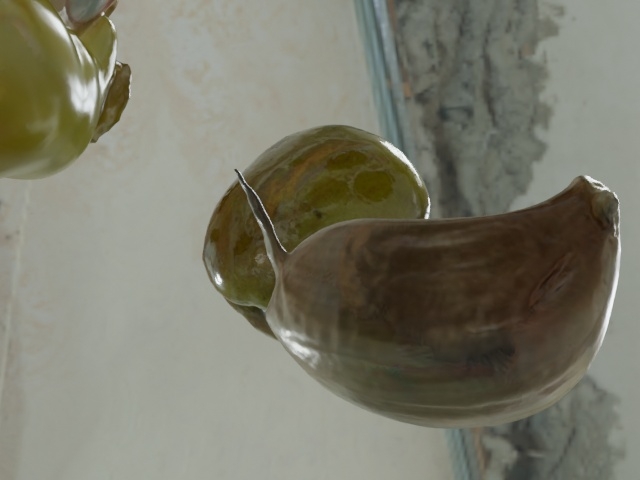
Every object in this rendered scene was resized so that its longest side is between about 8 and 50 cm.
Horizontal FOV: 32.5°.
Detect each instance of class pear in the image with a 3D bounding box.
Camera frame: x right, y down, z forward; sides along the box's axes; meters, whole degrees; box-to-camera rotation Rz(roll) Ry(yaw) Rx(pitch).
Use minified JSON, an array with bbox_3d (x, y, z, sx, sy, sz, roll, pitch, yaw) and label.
[{"bbox_3d":[0.000,0.000,0.925,0.200,0.200,0.199,1,-92,-53],"label":"pear"}]

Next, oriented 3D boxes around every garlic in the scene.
[{"bbox_3d":[0.045,0.026,0.543,0.090,0.198,0.128,44,-131,-66],"label":"garlic"}]

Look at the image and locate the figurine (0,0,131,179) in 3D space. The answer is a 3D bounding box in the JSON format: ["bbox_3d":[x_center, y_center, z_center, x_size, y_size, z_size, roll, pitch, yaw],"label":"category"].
[{"bbox_3d":[-0.101,-0.105,0.345,0.246,0.131,0.156,-45,-46,-2],"label":"figurine"}]
